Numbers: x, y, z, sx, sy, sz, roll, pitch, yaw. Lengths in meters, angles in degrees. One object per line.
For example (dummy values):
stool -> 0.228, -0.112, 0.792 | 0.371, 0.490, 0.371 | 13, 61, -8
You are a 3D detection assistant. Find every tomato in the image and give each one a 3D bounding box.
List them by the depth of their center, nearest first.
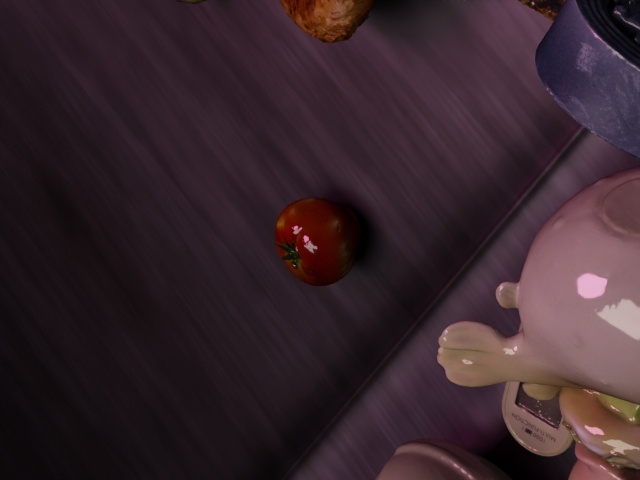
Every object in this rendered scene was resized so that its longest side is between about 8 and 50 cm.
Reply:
tomato -> 0.000, 0.000, 1.442 | 0.087, 0.075, 0.087 | 38, 146, 33

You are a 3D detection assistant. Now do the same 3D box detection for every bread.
bread -> 0.007, -0.263, 1.278 | 0.193, 0.064, 0.193 | 175, 90, -69

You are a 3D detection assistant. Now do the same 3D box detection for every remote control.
remote control -> 0.210, 0.091, 1.305 | 0.078, 0.042, 0.221 | 29, 128, 30

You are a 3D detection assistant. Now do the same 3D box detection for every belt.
belt -> 0.253, -0.117, 1.083 | 0.190, 0.141, 0.082 | 22, 133, -5

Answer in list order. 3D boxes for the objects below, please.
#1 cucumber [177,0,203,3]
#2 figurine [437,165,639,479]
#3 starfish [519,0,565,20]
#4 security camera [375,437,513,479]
cucumber -> -0.196, -0.355, 1.460 | 0.072, 0.081, 0.303 | -37, 73, 3
figurine -> 0.231, 0.124, 1.193 | 0.275, 0.226, 0.394 | 2, 130, 12
starfish -> 0.147, -0.246, 1.194 | 0.238, 0.071, 0.216 | -23, 87, 39
security camera -> 0.102, 0.316, 1.422 | 0.191, 0.197, 0.277 | 50, 128, 33
